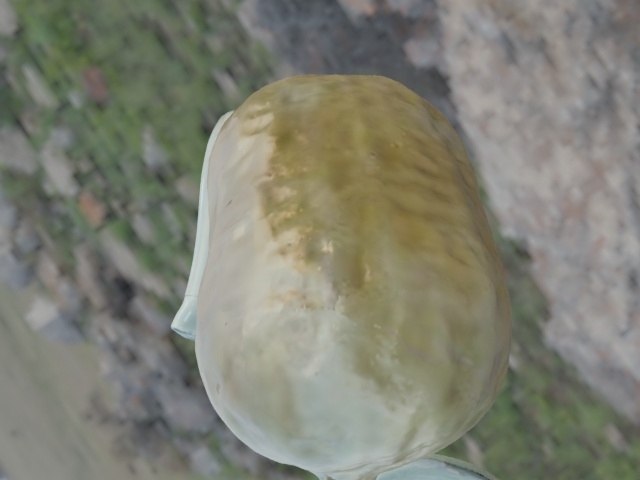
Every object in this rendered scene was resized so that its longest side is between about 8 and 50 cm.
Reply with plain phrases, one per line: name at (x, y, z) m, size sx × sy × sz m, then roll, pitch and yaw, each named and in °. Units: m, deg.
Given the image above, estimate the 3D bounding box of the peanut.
peanut at (0.011, 0.011, 0.775) m, size 0.224 × 0.129 × 0.129 m, roll -90°, pitch -20°, yaw -50°

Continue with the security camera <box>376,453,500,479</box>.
security camera at (0.064, 0.290, 1.557) m, size 0.157 × 0.080 × 0.301 m, roll 33°, pitch 131°, yaw -3°

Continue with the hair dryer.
hair dryer at (0.000, 0.000, 1.638) m, size 0.237 × 0.206 × 0.075 m, roll 8°, pitch 169°, yaw 14°
